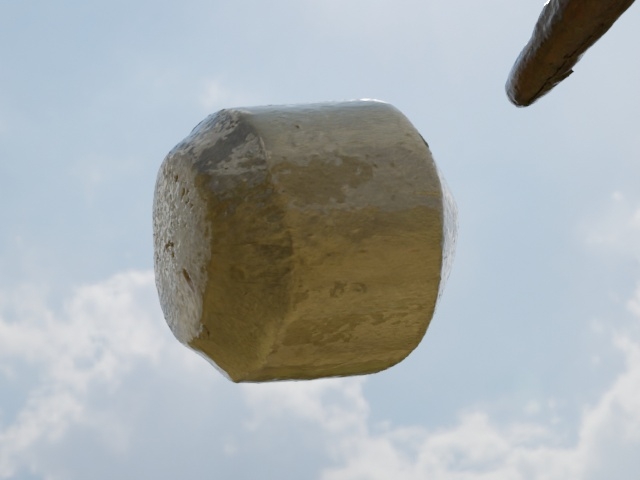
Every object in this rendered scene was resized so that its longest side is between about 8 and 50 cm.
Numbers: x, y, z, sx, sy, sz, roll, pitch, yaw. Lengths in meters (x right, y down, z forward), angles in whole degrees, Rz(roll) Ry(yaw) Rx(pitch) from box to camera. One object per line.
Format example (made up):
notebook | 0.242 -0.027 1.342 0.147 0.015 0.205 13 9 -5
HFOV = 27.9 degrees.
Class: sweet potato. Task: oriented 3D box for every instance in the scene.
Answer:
sweet potato | 0.256 -0.216 1.337 0.075 0.075 0.273 2 -33 -21

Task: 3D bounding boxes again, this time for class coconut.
coconut | 0.000 0.000 1.067 0.266 0.237 0.237 -9 -34 -27
